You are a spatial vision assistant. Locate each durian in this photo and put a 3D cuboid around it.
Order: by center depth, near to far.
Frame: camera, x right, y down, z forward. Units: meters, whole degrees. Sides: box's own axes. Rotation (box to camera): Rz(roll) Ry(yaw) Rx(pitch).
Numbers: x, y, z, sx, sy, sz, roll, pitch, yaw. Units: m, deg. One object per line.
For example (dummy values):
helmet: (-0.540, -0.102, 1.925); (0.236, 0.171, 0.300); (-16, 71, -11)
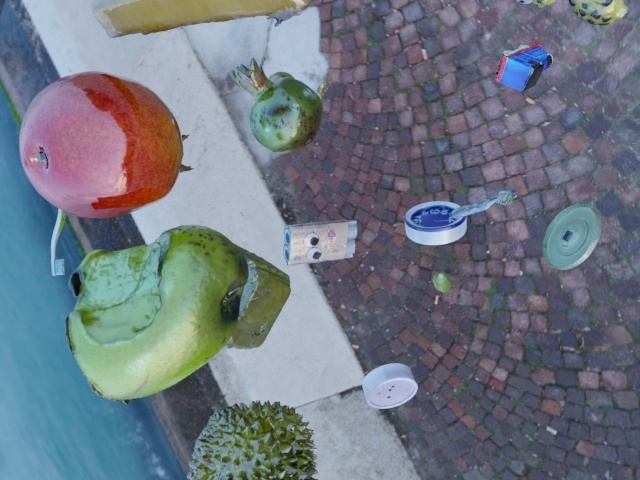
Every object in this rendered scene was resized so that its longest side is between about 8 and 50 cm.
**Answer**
durian: (-0.119, 0.449, 0.829); (0.258, 0.258, 0.293); (19, 127, 28)

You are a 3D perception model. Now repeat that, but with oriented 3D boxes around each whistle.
whistle: (0.009, -0.694, 2.061); (0.109, 0.057, 0.046); (128, 138, -57)

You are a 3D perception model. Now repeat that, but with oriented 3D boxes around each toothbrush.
toothbrush: (-0.531, -0.059, 0.896); (0.026, 0.022, 0.263); (-3, 81, -10)
toothbrush: (0.465, -0.100, 1.314); (0.035, 0.413, 0.042); (36, 85, -1)

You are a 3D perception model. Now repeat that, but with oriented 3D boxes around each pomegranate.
pomegranate: (-0.313, -0.141, 0.681); (0.220, 0.256, 0.221); (2, 94, 26)
pomegranate: (-0.111, -0.404, 1.303); (0.230, 0.231, 0.286); (-9, 109, 34)

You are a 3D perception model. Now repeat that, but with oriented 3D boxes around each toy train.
toy train: (0.622, -0.530, 1.341); (0.131, 0.204, 0.083); (40, 145, 32)

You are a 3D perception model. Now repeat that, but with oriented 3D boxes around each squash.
squash: (0.461, 0.154, 1.676); (0.066, 0.201, 0.066); (-5, 73, 17)

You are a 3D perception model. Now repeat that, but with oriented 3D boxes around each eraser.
eraser: (0.000, 0.000, 1.777); (0.087, 0.290, 0.171); (-134, 43, -55)

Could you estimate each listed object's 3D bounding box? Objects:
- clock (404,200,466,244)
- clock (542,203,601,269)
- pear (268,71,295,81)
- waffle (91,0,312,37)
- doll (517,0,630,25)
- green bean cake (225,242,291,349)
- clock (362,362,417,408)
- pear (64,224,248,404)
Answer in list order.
clock: (0.440, -0.068, 1.697); (0.230, 0.230, 0.083); (8, 122, 31)
clock: (0.851, -0.012, 1.512); (0.029, 0.235, 0.235); (22, 117, -8)
pear: (-0.176, -0.707, 2.008); (0.141, 0.141, 0.104); (69, 162, 0)
waffle: (-0.158, -0.443, 0.645); (0.348, 0.077, 0.304); (3, 72, 21)
doll: (0.566, -0.573, 1.026); (0.291, 0.117, 0.086); (22, 99, 2)
green bean cake: (-0.200, 0.148, 1.106); (0.124, 0.233, 0.236); (27, 87, 37)
clock: (0.259, 0.546, 1.659); (0.197, 0.196, 0.068); (-57, 30, 29)
pear: (-0.236, 0.104, 0.691); (0.255, 0.164, 0.238); (-17, 61, 11)
